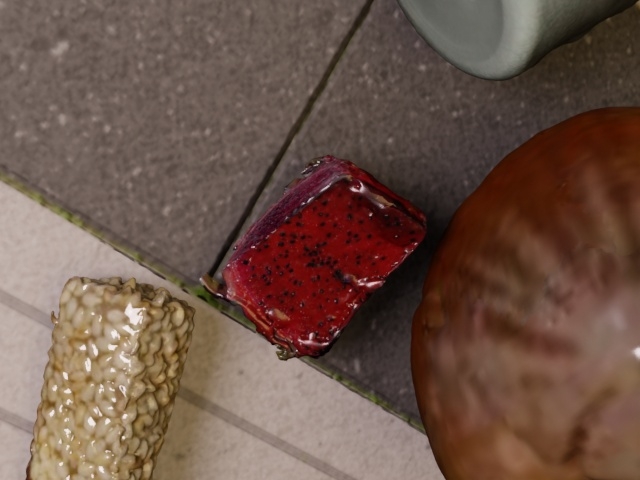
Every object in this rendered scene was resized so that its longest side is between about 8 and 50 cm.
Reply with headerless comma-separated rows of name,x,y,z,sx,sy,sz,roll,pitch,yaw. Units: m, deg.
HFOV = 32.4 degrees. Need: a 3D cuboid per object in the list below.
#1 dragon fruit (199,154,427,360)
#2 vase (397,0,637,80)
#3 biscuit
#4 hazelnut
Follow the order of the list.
dragon fruit,0.000,0.000,0.773,0.147,0.096,0.102,-42,111,17
vase,0.194,-0.247,0.766,0.291,0.245,0.245,-34,115,-15
biscuit,-0.137,0.105,0.710,0.070,0.082,0.168,7,96,-58
hazelnut,0.224,0.063,0.772,0.372,0.372,0.315,-37,79,-20
